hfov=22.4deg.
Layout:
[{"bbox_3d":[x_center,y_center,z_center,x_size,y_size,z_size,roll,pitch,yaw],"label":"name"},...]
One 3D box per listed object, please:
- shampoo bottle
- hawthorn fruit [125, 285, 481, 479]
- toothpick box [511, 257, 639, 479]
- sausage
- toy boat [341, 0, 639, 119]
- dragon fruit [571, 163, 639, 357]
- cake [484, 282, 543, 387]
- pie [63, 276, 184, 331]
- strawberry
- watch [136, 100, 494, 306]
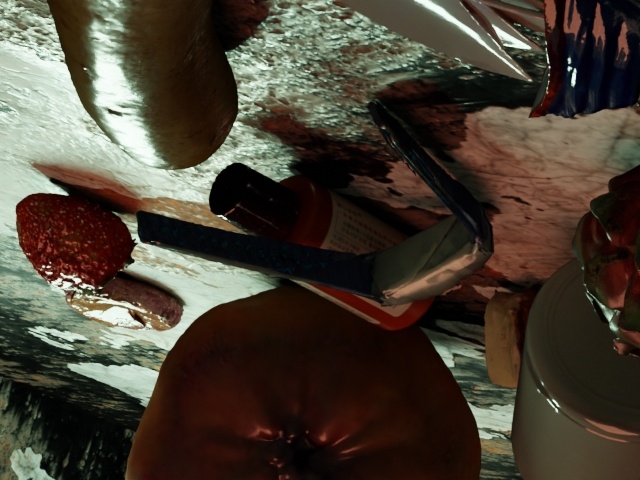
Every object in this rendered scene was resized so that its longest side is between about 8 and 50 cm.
[{"bbox_3d":[0.000,0.000,1.695,0.278,0.104,0.104,29,160,-38],"label":"shampoo bottle"},{"bbox_3d":[-0.022,0.282,2.068,0.472,0.471,0.472,15,164,5],"label":"hawthorn fruit"},{"bbox_3d":[0.306,0.179,1.646,0.229,0.229,0.316,14,148,10],"label":"toothpick box"},{"bbox_3d":[-0.138,-0.172,1.227,0.136,0.123,0.501,13,163,3],"label":"sausage"},{"bbox_3d":[0.101,-0.152,1.165,0.318,0.072,0.219,10,160,34],"label":"toy boat"},{"bbox_3d":[0.298,0.017,1.350,0.189,0.182,0.182,-16,146,39],"label":"dragon fruit"},{"bbox_3d":[0.279,0.095,1.855,0.220,0.116,0.086,-12,-173,-36],"label":"cake"},{"bbox_3d":[-0.295,0.091,2.396,0.182,0.049,0.182,11,163,3],"label":"pie"},{"bbox_3d":[-0.309,-0.002,2.002,0.148,0.131,0.131,49,159,-4],"label":"strawberry"},{"bbox_3d":[0.011,-0.004,1.552,0.276,0.068,0.274,-23,148,23],"label":"watch"}]
